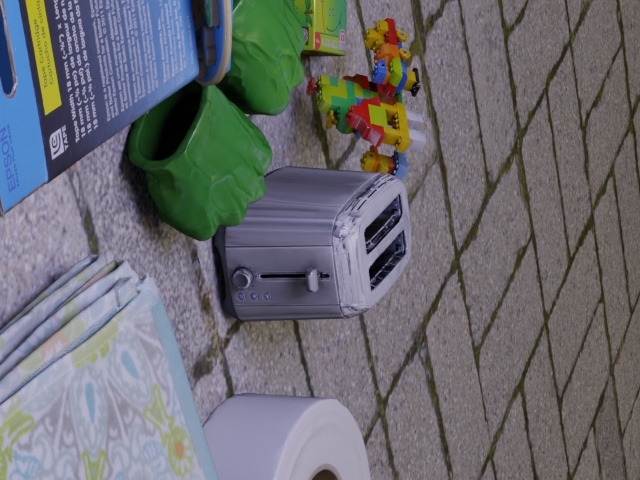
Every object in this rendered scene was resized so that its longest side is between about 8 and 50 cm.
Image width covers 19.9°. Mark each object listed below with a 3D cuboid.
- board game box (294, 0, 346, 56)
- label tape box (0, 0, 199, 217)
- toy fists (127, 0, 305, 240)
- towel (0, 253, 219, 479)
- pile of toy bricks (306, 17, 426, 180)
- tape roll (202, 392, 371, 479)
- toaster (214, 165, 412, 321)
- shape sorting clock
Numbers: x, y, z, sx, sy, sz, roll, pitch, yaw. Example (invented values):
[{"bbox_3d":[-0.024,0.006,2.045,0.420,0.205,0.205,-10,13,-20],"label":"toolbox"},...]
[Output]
[{"bbox_3d":[-0.007,-0.290,1.947,0.092,0.043,0.181,-3,95,-67],"label":"board game box"},{"bbox_3d":[-0.216,-0.187,1.369,0.334,0.106,0.241,-45,133,-59],"label":"label tape box"},{"bbox_3d":[-0.092,-0.134,1.696,0.142,0.096,0.279,49,48,-46],"label":"toy fists"},{"bbox_3d":[-0.186,0.234,1.446,0.320,0.090,0.374,-45,123,-59],"label":"towel"},{"bbox_3d":[0.037,-0.147,1.933,0.212,0.105,0.118,-95,-156,-47],"label":"pile of toy bricks"},{"bbox_3d":[-0.042,0.297,1.835,0.286,0.100,0.286,2,90,-68],"label":"tape roll"},{"bbox_3d":[0.000,0.000,1.852,0.227,0.146,0.129,-43,131,-60],"label":"toaster"},{"bbox_3d":[-0.117,-0.233,1.558,0.206,0.040,0.206,170,-90,-70],"label":"shape sorting clock"}]
